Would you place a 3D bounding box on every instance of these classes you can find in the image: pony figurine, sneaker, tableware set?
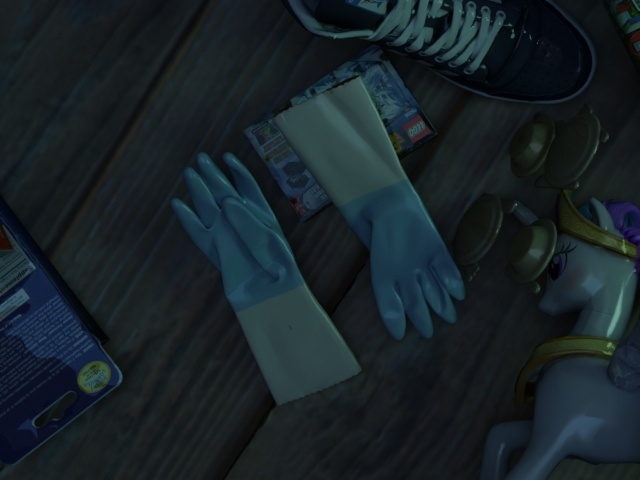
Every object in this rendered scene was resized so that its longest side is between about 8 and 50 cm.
[{"bbox_3d":[0.261,0.132,1.114,0.351,0.303,0.363,11,75,31],"label":"pony figurine"},{"bbox_3d":[0.085,-0.178,1.169,0.282,0.153,0.099,27,106,3],"label":"sneaker"},{"bbox_3d":[0.166,-0.037,1.187,0.020,0.141,0.168,26,95,-22],"label":"tableware set"}]

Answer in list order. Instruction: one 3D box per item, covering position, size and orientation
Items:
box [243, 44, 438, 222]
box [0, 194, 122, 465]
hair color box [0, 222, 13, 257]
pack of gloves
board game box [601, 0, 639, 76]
[{"bbox_3d":[0.017,-0.090,1.250,0.137,0.027,0.094,-33,88,7],"label":"box"},{"bbox_3d":[-0.282,0.068,1.284,0.136,0.036,0.225,-37,86,6],"label":"box"},{"bbox_3d":[-0.321,0.007,1.185,0.093,0.167,0.053,-27,88,6],"label":"hair color box"},{"bbox_3d":[0.000,0.000,1.237,0.195,0.046,0.232,-23,105,17],"label":"pack of gloves"},{"bbox_3d":[0.310,-0.148,1.137,0.136,0.030,0.259,-28,124,13],"label":"board game box"}]
